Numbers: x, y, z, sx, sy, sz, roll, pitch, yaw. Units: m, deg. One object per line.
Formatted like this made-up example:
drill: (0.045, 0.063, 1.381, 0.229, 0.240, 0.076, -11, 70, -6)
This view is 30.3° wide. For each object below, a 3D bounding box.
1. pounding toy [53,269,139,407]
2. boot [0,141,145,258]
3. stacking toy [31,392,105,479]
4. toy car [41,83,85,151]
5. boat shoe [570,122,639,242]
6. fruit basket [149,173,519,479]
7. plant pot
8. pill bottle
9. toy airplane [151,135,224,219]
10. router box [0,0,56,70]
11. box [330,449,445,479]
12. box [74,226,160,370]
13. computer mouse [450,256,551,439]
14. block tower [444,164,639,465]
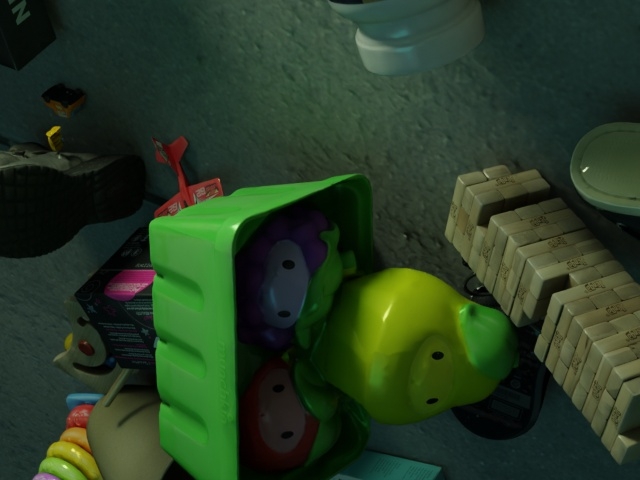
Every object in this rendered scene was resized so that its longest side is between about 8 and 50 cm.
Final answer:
pounding toy: (-0.343, 0.156, 1.798, 0.154, 0.155, 0.269, 44, 140, -9)
boot: (-0.408, -0.060, 1.536, 0.223, 0.338, 0.118, 9, 101, 27)
stacking toy: (-0.418, 0.404, 1.960, 0.166, 0.302, 0.175, -2, 122, 39)
toy car: (-0.353, -0.160, 1.570, 0.060, 0.122, 0.040, 5, 133, 12)
boat shoe: (0.404, -0.018, 1.104, 0.340, 0.127, 0.113, 12, 161, 21)
fruit basket: (0.013, 0.121, 1.311, 0.392, 0.283, 0.391, 14, 114, 35)
plant pot: (-0.236, 0.333, 1.833, 0.274, 0.256, 0.256, 26, 140, 44)
pill bottle: (0.061, -0.296, 1.095, 0.153, 0.153, 0.264, 2, 126, 37)
toy airplane: (-0.181, -0.071, 1.554, 0.151, 0.028, 0.151, 18, 121, 33)
router box: (-0.478, -0.379, 1.455, 0.243, 0.081, 0.308, 23, 145, 27)
box: (0.069, 0.360, 1.727, 0.244, 0.060, 0.100, 7, 129, 34)
box: (-0.173, 0.078, 1.592, 0.247, 0.163, 0.142, -1, 126, 38)
computer mouse: (0.232, 0.122, 1.393, 0.189, 0.072, 0.272, 24, 128, 12)
block tower: (0.249, 0.059, 1.184, 0.097, 0.091, 0.335, 96, 151, -44)
